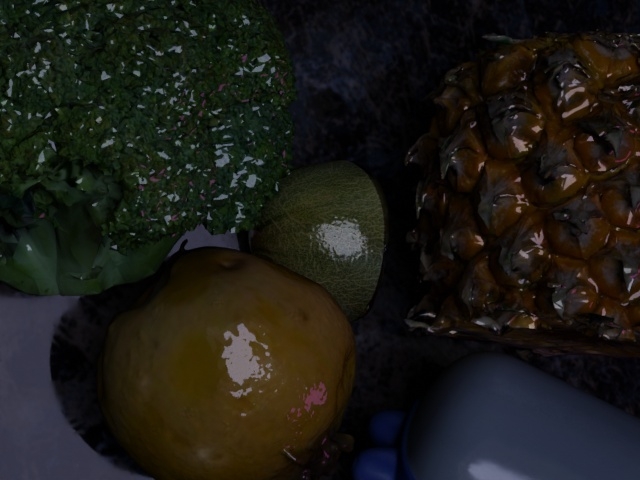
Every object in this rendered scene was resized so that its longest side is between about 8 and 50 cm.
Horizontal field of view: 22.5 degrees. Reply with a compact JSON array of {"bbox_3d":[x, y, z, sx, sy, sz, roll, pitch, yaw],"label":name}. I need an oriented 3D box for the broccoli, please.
[{"bbox_3d":[-0.201,-0.107,1.325,0.413,0.321,0.310,-34,96,-41],"label":"broccoli"}]

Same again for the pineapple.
[{"bbox_3d":[0.242,-0.036,1.471,0.352,0.352,0.300,1,86,-20],"label":"pineapple"}]

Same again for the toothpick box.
[{"bbox_3d":[0.199,0.251,1.465,0.355,0.263,0.263,27,78,4],"label":"toothpick box"}]

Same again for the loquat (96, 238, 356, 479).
[{"bbox_3d":[-0.074,0.123,1.409,0.244,0.244,0.244,1,87,-20],"label":"loquat"}]

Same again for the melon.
[{"bbox_3d":[0.000,0.000,1.519,0.128,0.079,0.160,1,88,-21],"label":"melon"}]
